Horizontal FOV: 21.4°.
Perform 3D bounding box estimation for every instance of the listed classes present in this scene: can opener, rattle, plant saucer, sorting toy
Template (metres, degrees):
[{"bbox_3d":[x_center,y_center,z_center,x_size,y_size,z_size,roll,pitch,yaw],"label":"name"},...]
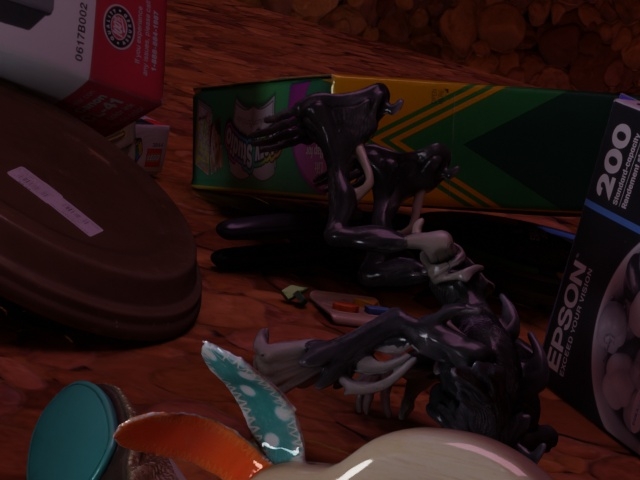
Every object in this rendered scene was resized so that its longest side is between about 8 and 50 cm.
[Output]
[{"bbox_3d":[0.000,0.000,1.334,0.186,0.059,0.073,5,15,-29],"label":"can opener"},{"bbox_3d":[0.032,0.113,0.690,0.199,0.130,0.142,26,26,20],"label":"rattle"},{"bbox_3d":[-0.190,-0.035,1.129,0.278,0.041,0.278,32,18,-12],"label":"plant saucer"},{"bbox_3d":[0.014,0.047,1.247,0.083,0.012,0.062,8,14,-20],"label":"sorting toy"}]

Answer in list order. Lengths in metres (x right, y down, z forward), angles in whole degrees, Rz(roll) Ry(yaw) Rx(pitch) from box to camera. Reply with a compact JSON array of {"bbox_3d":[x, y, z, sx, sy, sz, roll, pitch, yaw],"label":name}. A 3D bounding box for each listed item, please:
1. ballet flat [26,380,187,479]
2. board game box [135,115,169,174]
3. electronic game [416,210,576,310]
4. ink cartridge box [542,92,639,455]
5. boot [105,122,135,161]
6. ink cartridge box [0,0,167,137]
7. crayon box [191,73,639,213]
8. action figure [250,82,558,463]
[{"bbox_3d":[-0.083,0.124,0.743,0.067,0.073,0.206,36,7,-22],"label":"ballet flat"},{"bbox_3d":[-0.311,-0.128,1.613,0.193,0.053,0.305,-1,18,-44],"label":"board game box"},{"bbox_3d":[0.187,0.015,1.472,0.229,0.048,0.229,11,13,-3],"label":"electronic game"},{"bbox_3d":[0.208,0.014,1.138,0.045,0.206,0.208,11,11,-23],"label":"ink cartridge box"},{"bbox_3d":[-0.229,-0.124,1.414,0.077,0.165,0.213,21,14,39],"label":"boot"},{"bbox_3d":[-0.266,-0.221,1.249,0.306,0.226,0.131,18,-25,-41],"label":"ink cartridge box"},{"bbox_3d":[0.088,-0.081,1.456,0.313,0.106,0.363,3,2,-21],"label":"crayon box"},{"bbox_3d":[0.048,0.053,0.977,0.164,0.141,0.276,38,26,-55],"label":"action figure"}]
